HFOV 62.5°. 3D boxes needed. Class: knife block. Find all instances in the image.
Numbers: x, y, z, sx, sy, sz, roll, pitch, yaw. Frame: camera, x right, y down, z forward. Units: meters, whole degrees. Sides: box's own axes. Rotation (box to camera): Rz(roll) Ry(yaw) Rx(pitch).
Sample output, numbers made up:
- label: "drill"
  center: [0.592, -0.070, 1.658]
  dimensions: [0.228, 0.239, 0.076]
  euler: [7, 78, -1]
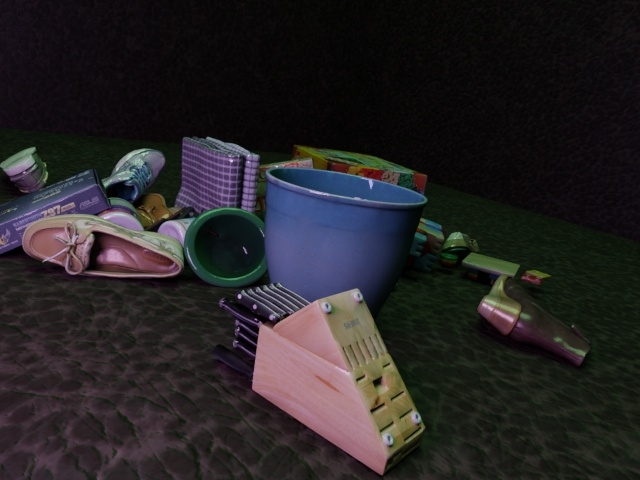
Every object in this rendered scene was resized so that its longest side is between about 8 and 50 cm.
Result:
- label: "knife block"
  center: [-0.028, 0.175, 0.691]
  dimensions: [0.088, 0.242, 0.275]
  euler: [-9, 69, -49]

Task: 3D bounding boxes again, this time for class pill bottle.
- label: "pill bottle"
  center: [-0.275, -0.008, 1.171]
  dimensions: [0.087, 0.087, 0.160]
  euler: [18, 16, 29]
- label: "pill bottle"
  center: [-0.432, -0.029, 1.107]
  dimensions: [0.108, 0.108, 0.193]
  euler: [3, 16, -25]

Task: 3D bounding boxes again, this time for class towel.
- label: "towel"
  center: [-0.286, -0.145, 1.410]
  dimensions: [0.121, 0.235, 0.284]
  euler: [-11, 24, -40]

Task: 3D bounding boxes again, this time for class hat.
- label: "hat"
  center: [-0.199, 0.038, 1.138]
  dimensions: [0.209, 0.173, 0.183]
  euler: [-3, -18, -23]

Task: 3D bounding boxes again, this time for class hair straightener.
- label: "hair straightener"
  center: [-0.329, -0.032, 1.253]
  dimensions: [0.089, 0.047, 0.230]
  euler: [14, 23, 13]

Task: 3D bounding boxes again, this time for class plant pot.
- label: "plant pot"
  center: [0.023, 0.025, 0.911]
  dimensions: [0.272, 0.255, 0.271]
  euler: [9, 15, -3]

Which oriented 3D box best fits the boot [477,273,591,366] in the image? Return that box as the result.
- label: "boot"
  center: [0.433, 0.162, 1.065]
  dimensions: [0.207, 0.090, 0.248]
  euler: [29, 19, 21]

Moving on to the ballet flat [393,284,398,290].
- label: "ballet flat"
  center: [0.094, 0.072, 1.184]
  dimensions: [0.168, 0.052, 0.057]
  euler: [11, 14, 4]

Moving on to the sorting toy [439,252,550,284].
- label: "sorting toy"
  center: [0.457, 0.083, 1.395]
  dimensions: [0.275, 0.046, 0.132]
  euler: [15, 16, 23]

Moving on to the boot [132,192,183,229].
- label: "boot"
  center: [-0.449, -0.068, 1.328]
  dimensions: [0.197, 0.073, 0.152]
  euler: [13, 20, 31]

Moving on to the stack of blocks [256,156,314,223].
- label: "stack of blocks"
  center: [-0.156, -0.141, 1.587]
  dimensions: [0.297, 0.171, 0.087]
  euler: [-8, 14, 2]

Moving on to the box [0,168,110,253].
- label: "box"
  center: [-0.552, -0.064, 1.066]
  dimensions: [0.233, 0.059, 0.183]
  euler: [-27, 27, -15]

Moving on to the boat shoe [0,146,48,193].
- label: "boat shoe"
  center: [-0.856, -0.205, 1.536]
  dimensions: [0.109, 0.091, 0.305]
  euler: [-36, 30, -16]

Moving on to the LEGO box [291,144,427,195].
- label: "LEGO box"
  center: [0.121, -0.229, 2.072]
  dimensions: [0.373, 0.193, 0.500]
  euler: [4, 16, -21]

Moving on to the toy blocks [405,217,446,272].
- label: "toy blocks"
  center: [0.206, -0.013, 1.401]
  dimensions: [0.261, 0.190, 0.381]
  euler: [23, 15, 6]

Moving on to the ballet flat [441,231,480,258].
- label: "ballet flat"
  center: [0.396, 0.012, 1.513]
  dimensions: [0.073, 0.067, 0.206]
  euler: [-16, -15, 31]

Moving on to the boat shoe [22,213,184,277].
- label: "boat shoe"
  center: [-0.394, 0.016, 0.970]
  dimensions: [0.285, 0.104, 0.089]
  euler: [6, 12, -18]

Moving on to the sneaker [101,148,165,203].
- label: "sneaker"
  center: [-0.482, -0.140, 1.340]
  dimensions: [0.122, 0.110, 0.283]
  euler: [5, 41, 36]
